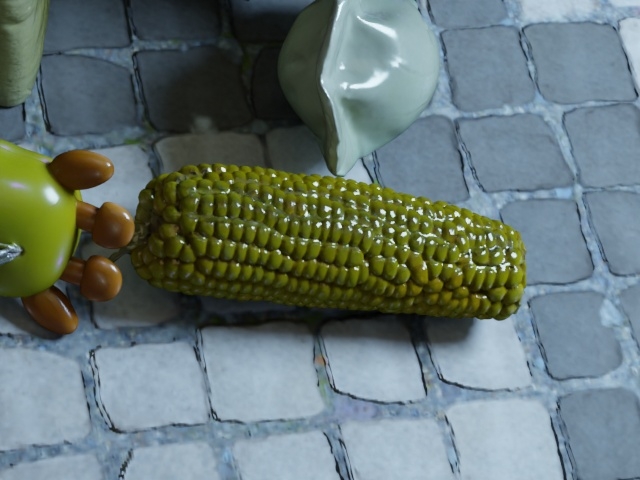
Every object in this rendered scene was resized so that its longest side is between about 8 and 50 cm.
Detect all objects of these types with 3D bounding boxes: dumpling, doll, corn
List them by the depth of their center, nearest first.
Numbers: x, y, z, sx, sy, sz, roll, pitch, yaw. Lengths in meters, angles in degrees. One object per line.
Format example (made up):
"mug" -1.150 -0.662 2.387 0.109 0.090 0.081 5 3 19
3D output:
"doll" -0.240 -0.017 1.318 0.221 0.143 0.135 17 23 -3
"corn" 0.000 0.000 1.384 0.310 0.101 0.101 5 59 -10
"dumpling" 0.025 -0.154 1.446 0.124 0.151 0.229 -8 30 14

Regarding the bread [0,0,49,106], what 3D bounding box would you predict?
"bread" -0.231 -0.202 1.399 0.060 0.178 0.139 6 58 -6
